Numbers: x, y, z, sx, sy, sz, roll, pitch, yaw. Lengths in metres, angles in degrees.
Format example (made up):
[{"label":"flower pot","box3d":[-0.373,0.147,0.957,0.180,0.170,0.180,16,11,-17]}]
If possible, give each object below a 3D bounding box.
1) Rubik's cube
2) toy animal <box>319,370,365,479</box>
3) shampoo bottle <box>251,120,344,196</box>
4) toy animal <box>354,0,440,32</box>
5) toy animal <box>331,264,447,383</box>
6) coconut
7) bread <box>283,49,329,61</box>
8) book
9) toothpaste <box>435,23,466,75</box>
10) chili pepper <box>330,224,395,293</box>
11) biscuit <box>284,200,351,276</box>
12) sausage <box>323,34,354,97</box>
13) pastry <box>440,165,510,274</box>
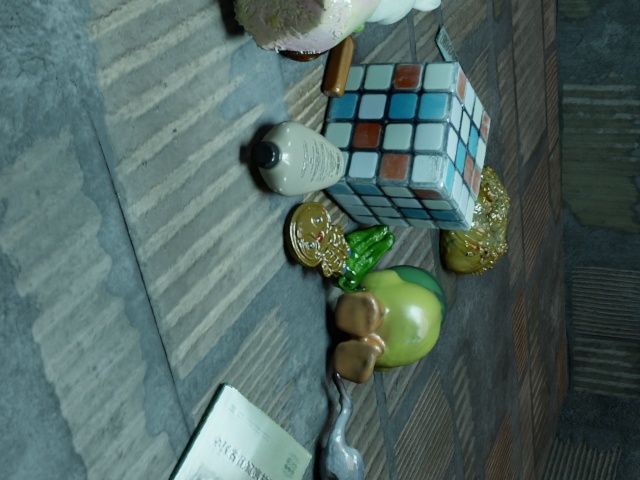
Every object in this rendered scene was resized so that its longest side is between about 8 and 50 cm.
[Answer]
[{"label":"Rubik's cube","box3d":[0.166,-0.179,1.773,0.259,0.256,0.253,41,57,-59]},{"label":"toy animal","box3d":[0.037,0.444,1.800,0.195,0.090,0.324,49,53,-56]},{"label":"shampoo bottle","box3d":[-0.040,-0.136,1.551,0.257,0.078,0.127,1,99,-67]},{"label":"toy animal","box3d":[0.105,-0.514,1.655,0.247,0.183,0.310,-42,139,-9]},{"label":"toy animal","box3d":[0.162,0.163,1.897,0.338,0.191,0.216,-23,115,-62]},{"label":"coconut","box3d":[-0.018,-0.413,1.403,0.245,0.233,0.233,-51,139,-49]},{"label":"bread","box3d":[-0.022,-0.331,1.554,0.085,0.085,0.053,-37,121,-58]},{"label":"book","box3d":[-0.139,0.391,1.406,0.215,0.025,0.283,46,49,-23]},{"label":"toothpaste","box3d":[0.336,-0.466,2.343,0.205,0.036,0.056,51,51,-51]},{"label":"chili pepper","box3d":[0.082,0.029,1.822,0.257,0.100,0.074,-44,175,-48]},{"label":"biscuit","box3d":[0.000,0.000,1.666,0.175,0.026,0.124,37,59,-41]},{"label":"sausage","box3d":[0.036,-0.332,1.722,0.039,0.041,0.131,39,59,-54]},{"label":"pastry","box3d":[0.425,-0.057,2.457,0.255,0.161,0.311,18,79,-66]}]
